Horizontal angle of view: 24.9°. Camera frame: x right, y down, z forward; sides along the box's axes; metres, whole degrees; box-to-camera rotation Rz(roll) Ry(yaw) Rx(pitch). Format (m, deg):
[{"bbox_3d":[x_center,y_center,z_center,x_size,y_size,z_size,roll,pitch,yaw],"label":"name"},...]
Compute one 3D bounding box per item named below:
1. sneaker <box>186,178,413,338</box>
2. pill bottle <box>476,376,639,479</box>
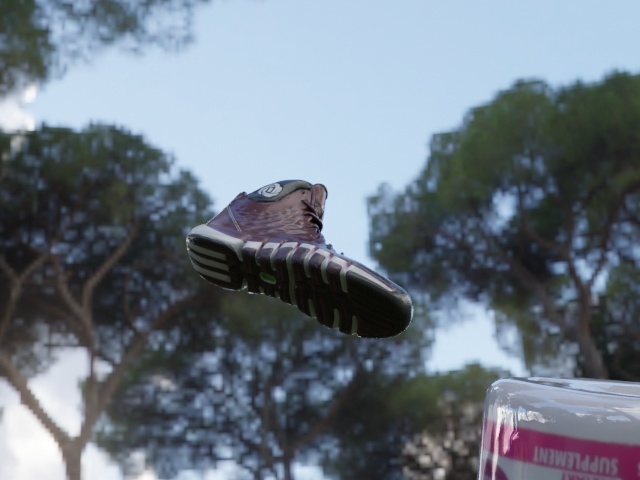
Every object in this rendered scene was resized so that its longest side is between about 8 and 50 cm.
[{"bbox_3d":[0.000,0.000,1.658,0.281,0.162,0.106,20,-41,20],"label":"sneaker"},{"bbox_3d":[0.139,0.206,0.628,0.160,0.283,0.160,5,-2,0],"label":"pill bottle"}]
